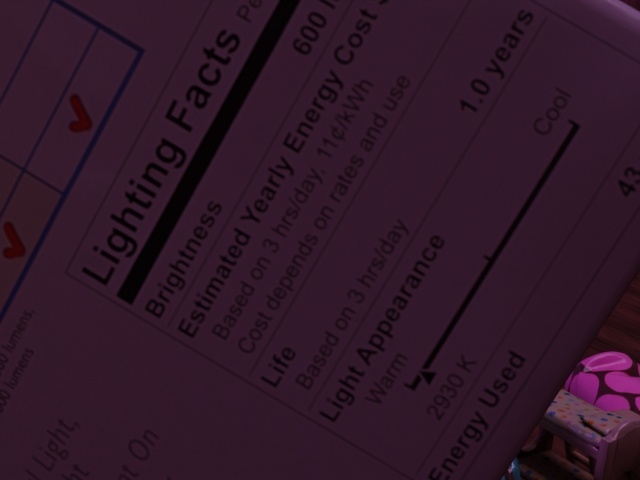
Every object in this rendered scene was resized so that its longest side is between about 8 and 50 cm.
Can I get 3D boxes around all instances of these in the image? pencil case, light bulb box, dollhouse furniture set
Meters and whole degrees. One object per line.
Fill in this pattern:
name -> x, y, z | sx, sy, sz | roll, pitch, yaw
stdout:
pencil case -> 0.330, 0.177, 0.926 | 0.095, 0.098, 0.209 | 55, -6, -23
light bulb box -> -0.078, -0.010, 0.450 | 0.361, 0.358, 0.225 | 31, 10, 2
dollhouse furniture set -> 0.264, 0.176, 0.756 | 0.160, 0.101, 0.182 | -3, 17, -32

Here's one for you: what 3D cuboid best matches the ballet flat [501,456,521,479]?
ballet flat -> 0.095, 0.158, 0.787 | 0.087, 0.083, 0.247 | 23, 3, -38
